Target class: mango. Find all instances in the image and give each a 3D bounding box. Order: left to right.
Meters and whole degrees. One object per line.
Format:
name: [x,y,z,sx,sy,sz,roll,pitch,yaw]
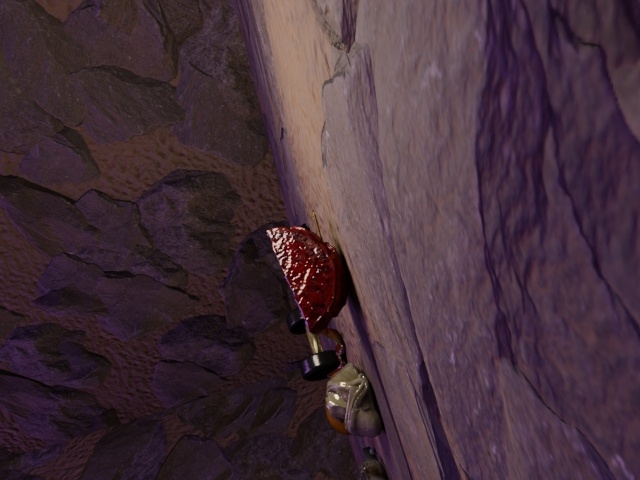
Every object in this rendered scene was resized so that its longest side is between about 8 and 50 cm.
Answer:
mango: [0.092,0.619,1.710,0.359,0.143,0.187,88,163,-55]

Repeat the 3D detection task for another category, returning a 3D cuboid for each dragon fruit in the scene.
dragon fruit: [0.004,0.088,1.250,0.317,0.152,0.205,63,-170,22]

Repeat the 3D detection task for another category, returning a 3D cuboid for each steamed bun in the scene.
steamed bun: [0.088,0.493,1.397,0.211,0.144,0.218,119,135,-81]

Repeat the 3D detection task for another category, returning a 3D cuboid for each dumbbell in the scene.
dumbbell: [-0.030,0.483,2.183,0.204,0.203,0.323,84,169,-57]

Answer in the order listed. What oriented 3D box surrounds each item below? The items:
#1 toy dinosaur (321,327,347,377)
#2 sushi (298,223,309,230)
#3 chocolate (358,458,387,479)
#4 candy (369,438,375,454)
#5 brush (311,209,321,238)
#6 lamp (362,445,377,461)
toy dinosaur: [0.047,0.471,1.894,0.327,0.112,0.207,84,169,-68]
sushi: [-0.069,-0.024,1.941,0.083,0.056,0.085,89,163,-69]
chocolate: [0.189,0.834,1.555,0.248,0.110,0.110,-137,32,-79]
candy: [0.197,0.781,1.748,0.025,0.023,0.083,-70,-26,-73]
brush: [0.000,0.000,1.581,0.082,0.010,0.218,-168,63,-83]
lamp: [0.236,0.990,1.781,0.266,0.047,0.269,-119,14,-68]
